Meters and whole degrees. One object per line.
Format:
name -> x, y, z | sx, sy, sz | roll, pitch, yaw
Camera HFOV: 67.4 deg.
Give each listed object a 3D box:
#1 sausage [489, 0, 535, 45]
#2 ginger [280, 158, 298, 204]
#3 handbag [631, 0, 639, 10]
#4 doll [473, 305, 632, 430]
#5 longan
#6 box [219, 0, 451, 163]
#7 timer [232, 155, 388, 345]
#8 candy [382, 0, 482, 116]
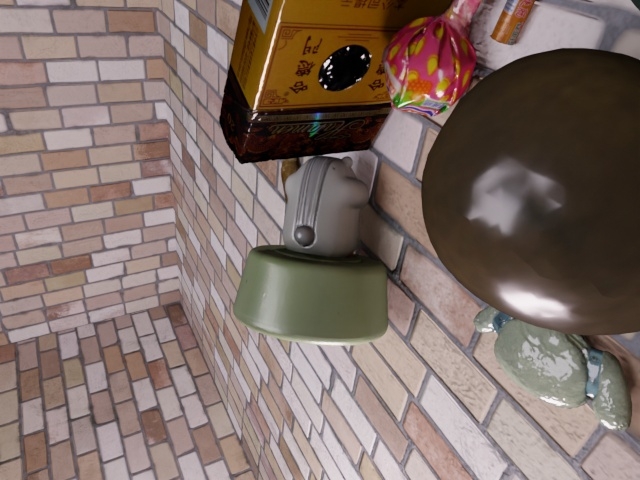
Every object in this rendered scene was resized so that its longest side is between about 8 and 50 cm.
sausage -> 0.229, -0.276, 0.542 | 0.031, 0.031, 0.107 | 58, 148, 33
ginger -> -0.042, -0.076, 1.106 | 0.131, 0.086, 0.295 | 81, 169, -64
handbag -> 0.297, -0.176, 0.269 | 0.247, 0.079, 0.260 | 44, -157, -71
doll -> 0.275, 0.142, 0.588 | 0.214, 0.071, 0.104 | 38, 135, 47
longan -> 0.221, -0.040, 0.444 | 0.258, 0.258, 0.258 | 36, 132, 53
box -> 0.018, -0.291, 0.693 | 0.116, 0.264, 0.415 | 64, 148, 24
timer -> 0.000, 0.000, 0.890 | 0.290, 0.290, 0.315 | 16, 99, 60
candy -> 0.186, -0.311, 0.558 | 0.124, 0.124, 0.365 | 59, 140, 32
